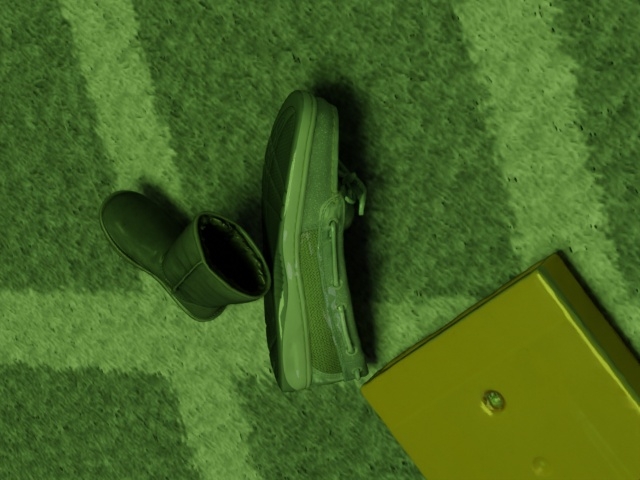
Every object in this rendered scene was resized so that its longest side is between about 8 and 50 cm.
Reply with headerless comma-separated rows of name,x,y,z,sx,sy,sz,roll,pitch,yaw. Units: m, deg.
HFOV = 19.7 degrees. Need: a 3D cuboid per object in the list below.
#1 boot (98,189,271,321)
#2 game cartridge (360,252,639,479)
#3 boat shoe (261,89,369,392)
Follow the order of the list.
boot,-0.141,0.005,1.870,0.189,0.076,0.208,41,168,-2
game cartridge,0.224,0.205,1.768,0.324,0.052,0.285,52,134,0
boat shoe,0.000,0.002,1.804,0.118,0.103,0.320,-115,23,-62
